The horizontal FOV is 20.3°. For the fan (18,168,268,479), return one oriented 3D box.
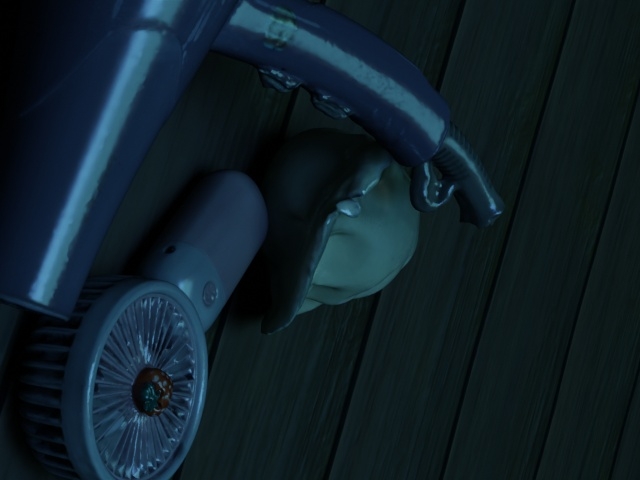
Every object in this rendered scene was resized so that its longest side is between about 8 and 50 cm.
[{"bbox_3d":[-0.097,0.047,1.099,0.244,0.074,0.130,-59,143,-39],"label":"fan"}]

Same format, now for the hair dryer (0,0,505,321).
[{"bbox_3d":[-0.024,-0.066,1.046,0.361,0.121,0.301,23,81,-34],"label":"hair dryer"}]

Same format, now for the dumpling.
[{"bbox_3d":[0.002,0.002,1.222,0.155,0.111,0.181,-55,150,-20],"label":"dumpling"}]
